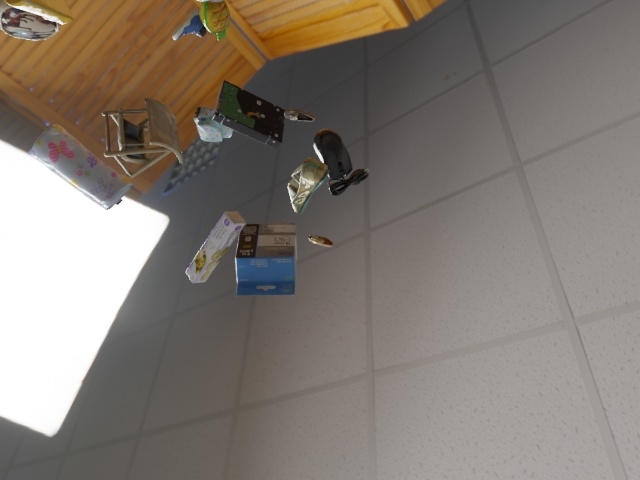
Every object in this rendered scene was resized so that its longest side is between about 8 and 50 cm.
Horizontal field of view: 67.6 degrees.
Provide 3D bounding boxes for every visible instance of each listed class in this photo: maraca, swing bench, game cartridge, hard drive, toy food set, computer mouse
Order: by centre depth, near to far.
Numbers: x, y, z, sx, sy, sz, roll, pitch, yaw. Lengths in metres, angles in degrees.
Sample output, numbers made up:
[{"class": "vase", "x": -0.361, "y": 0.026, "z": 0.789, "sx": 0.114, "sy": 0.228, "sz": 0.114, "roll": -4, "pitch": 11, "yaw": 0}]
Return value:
[{"class": "game cartridge", "x": -0.727, "y": -0.681, "z": 1.135, "sx": 0.052, "sy": 0.286, "sz": 0.324, "roll": -22, "pitch": -161, "yaw": -3}, {"class": "toy food set", "x": 0.000, "y": 0.000, "z": 1.470, "sx": 0.082, "sy": 0.083, "sz": 0.020, "roll": 29, "pitch": -76, "yaw": 61}, {"class": "maraca", "x": -0.366, "y": -0.792, "z": 1.694, "sx": 0.099, "sy": 0.185, "sz": 0.127, "roll": 21, "pitch": -93, "yaw": 13}, {"class": "swing bench", "x": -0.691, "y": -0.408, "z": 1.871, "sx": 0.254, "sy": 0.165, "sz": 0.253, "roll": -19, "pitch": -122, "yaw": -2}, {"class": "computer mouse", "x": 0.072, "y": -0.340, "z": 1.967, "sx": 0.188, "sy": 0.272, "sz": 0.072, "roll": -30, "pitch": -176, "yaw": -10}, {"class": "hard drive", "x": -0.334, "y": -0.598, "z": 2.279, "sx": 0.064, "sy": 0.338, "sz": 0.237, "roll": -41, "pitch": -143, "yaw": 45}]

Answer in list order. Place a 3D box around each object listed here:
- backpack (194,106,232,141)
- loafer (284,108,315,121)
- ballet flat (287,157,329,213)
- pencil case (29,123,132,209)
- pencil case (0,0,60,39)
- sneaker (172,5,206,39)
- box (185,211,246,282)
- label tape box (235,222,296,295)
[{"class": "backpack", "x": -0.540, "y": -0.595, "z": 2.456, "sx": 0.188, "sy": 0.166, "sz": 0.145, "roll": -1, "pitch": -118, "yaw": 1}, {"class": "loafer", "x": -0.083, "y": -0.501, "z": 1.918, "sx": 0.039, "sy": 0.125, "sz": 0.045, "roll": -95, "pitch": -167, "yaw": -58}, {"class": "ballet flat", "x": -0.066, "y": -0.214, "z": 1.844, "sx": 0.123, "sy": 0.123, "sz": 0.348, "roll": -69, "pitch": -171, "yaw": -24}, {"class": "pencil case", "x": -0.682, "y": -0.208, "z": 1.374, "sx": 0.124, "sy": 0.273, "sz": 0.113, "roll": -59, "pitch": -160, "yaw": -22}, {"class": "pencil case", "x": -0.917, "y": -0.812, "z": 1.404, "sx": 0.159, "sy": 0.183, "sz": 0.411, "roll": -23, "pitch": -96, "yaw": 39}, {"class": "sneaker", "x": -0.458, "y": -0.757, "z": 1.718, "sx": 0.058, "sy": 0.084, "sz": 0.152, "roll": 17, "pitch": -111, "yaw": 48}, {"class": "box", "x": -0.390, "y": 0.029, "z": 1.758, "sx": 0.063, "sy": 0.067, "sz": 0.324, "roll": 51, "pitch": -62, "yaw": 22}, {"class": "label tape box", "x": -0.219, "y": 0.069, "z": 1.967, "sx": 0.240, "sy": 0.106, "sz": 0.334, "roll": -1, "pitch": -140, "yaw": -1}]
